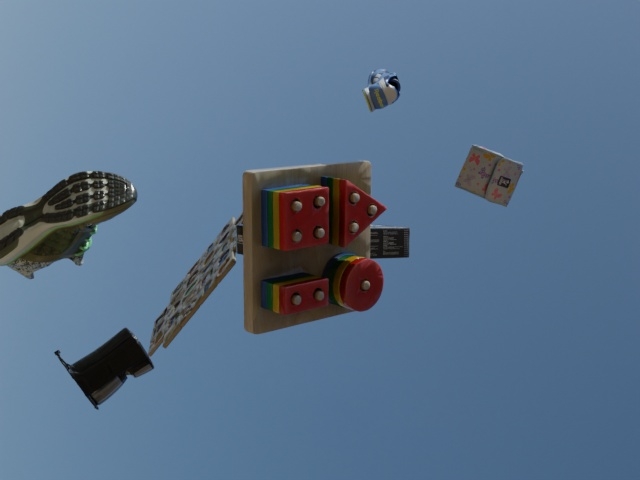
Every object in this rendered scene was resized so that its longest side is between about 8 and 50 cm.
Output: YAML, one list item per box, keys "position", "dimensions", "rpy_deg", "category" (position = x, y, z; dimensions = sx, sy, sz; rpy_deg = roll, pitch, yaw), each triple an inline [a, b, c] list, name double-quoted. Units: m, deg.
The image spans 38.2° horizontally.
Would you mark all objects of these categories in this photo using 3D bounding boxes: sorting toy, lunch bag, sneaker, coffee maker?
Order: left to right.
- position: [-0.586, -0.026, 2.160]
  dimensions: [0.410, 0.182, 0.158]
  rpy_deg: [-21, -133, 16]
  category: "sneaker"
- position: [-0.515, 0.294, 2.239]
  dimensions: [0.120, 0.178, 0.171]
  rpy_deg: [38, -22, 41]
  category: "coffee maker"
- position: [0.004, 0.010, 1.483]
  dimensions: [0.089, 0.255, 0.257]
  rpy_deg: [12, -74, 47]
  category: "sorting toy"
- position: [0.113, -0.262, 1.591]
  dimensions: [0.059, 0.053, 0.144]
  rpy_deg: [-19, -157, 20]
  category: "sneaker"
- position: [0.250, -0.096, 1.363]
  dimensions: [0.083, 0.053, 0.071]
  rpy_deg: [26, -79, 12]
  category: "lunch bag"

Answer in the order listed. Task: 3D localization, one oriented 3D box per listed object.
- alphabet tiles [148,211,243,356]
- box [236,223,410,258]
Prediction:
- position: [-0.248, 0.080, 1.923]
  dimensions: [0.343, 0.011, 0.285]
  rpy_deg: [-50, -164, 11]
  category: "alphabet tiles"
- position: [0.000, 0.000, 1.735]
  dimensions: [0.216, 0.269, 0.060]
  rpy_deg: [-173, -98, -67]
  category: "box"
